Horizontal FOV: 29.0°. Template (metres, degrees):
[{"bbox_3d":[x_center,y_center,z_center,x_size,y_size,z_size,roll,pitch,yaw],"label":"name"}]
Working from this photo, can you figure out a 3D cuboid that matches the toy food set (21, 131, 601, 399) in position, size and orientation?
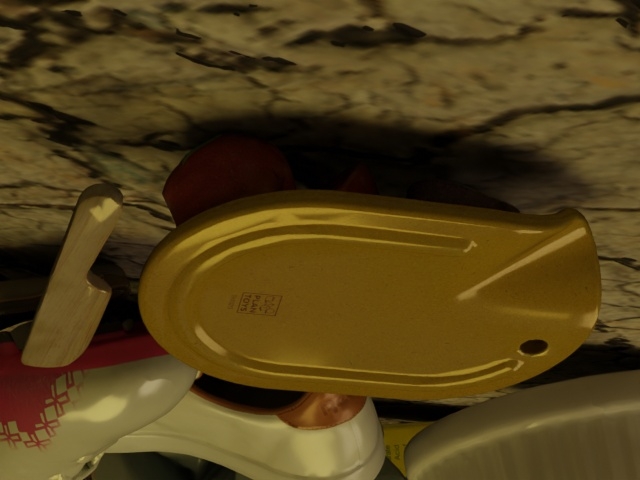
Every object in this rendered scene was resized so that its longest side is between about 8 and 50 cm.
[{"bbox_3d":[0.000,0.000,0.486,0.218,0.071,0.128,7,142,-12],"label":"toy food set"}]

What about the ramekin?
[{"bbox_3d":[0.202,0.192,0.894,0.273,0.127,0.273,-7,158,-3],"label":"ramekin"}]

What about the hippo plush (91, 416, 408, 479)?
[{"bbox_3d":[-0.004,0.196,0.972,0.236,0.294,0.234,-7,147,-47],"label":"hippo plush"}]

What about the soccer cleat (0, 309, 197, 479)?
[{"bbox_3d":[-0.179,0.127,0.740,0.116,0.143,0.331,-7,175,-45],"label":"soccer cleat"}]

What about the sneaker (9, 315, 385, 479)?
[{"bbox_3d":[-0.098,0.073,0.802,0.290,0.106,0.123,8,134,23],"label":"sneaker"}]

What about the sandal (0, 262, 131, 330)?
[{"bbox_3d":[-0.198,0.028,0.706,0.180,0.049,0.072,-11,172,7],"label":"sandal"}]

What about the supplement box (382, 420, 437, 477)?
[{"bbox_3d":[0.037,0.290,1.247,0.356,0.194,0.195,-3,167,-4],"label":"supplement box"}]
